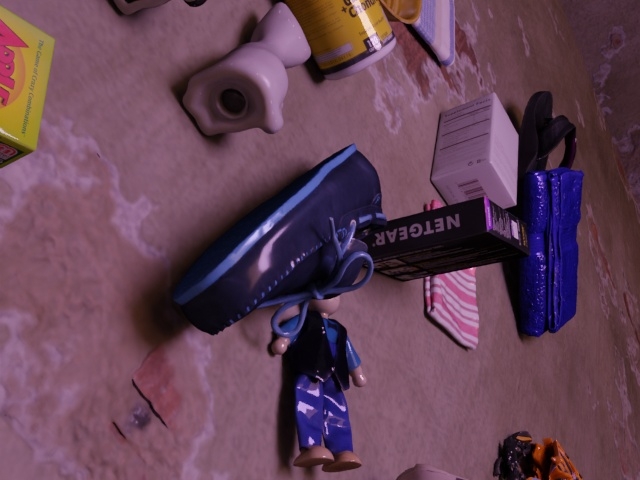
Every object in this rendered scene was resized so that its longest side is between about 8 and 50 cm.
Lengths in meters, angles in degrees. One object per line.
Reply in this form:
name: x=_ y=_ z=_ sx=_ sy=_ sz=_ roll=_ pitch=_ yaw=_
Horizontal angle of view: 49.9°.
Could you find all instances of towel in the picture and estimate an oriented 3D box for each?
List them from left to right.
towel: x=0.158 y=-0.456 z=1.205 sx=0.285 sy=0.034 sz=0.209 roll=31 pitch=53 yaw=-45
towel: x=0.202 y=0.051 z=1.042 sx=0.144 sy=0.029 sz=0.197 roll=37 pitch=47 yaw=-42
towel: x=0.449 y=0.016 z=1.302 sx=0.228 sy=0.076 sz=0.308 roll=-11 pitch=103 yaw=-52

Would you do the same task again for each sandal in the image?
sandal: x=0.471 y=-0.163 z=1.436 sx=0.445 sy=0.107 sz=0.167 roll=-61 pitch=144 yaw=-43

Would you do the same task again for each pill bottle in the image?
pill bottle: x=0.010 y=-0.298 z=0.837 sx=0.184 sy=0.103 sz=0.103 roll=60 pitch=34 yaw=-21

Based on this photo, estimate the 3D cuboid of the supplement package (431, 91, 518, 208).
supplement package: x=0.261 y=-0.140 z=1.148 sx=0.105 sy=0.105 sz=0.179 roll=49 pitch=40 yaw=-32

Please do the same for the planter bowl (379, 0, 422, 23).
planter bowl: x=0.051 y=-0.386 z=0.951 sx=0.217 sy=0.090 sz=0.217 roll=30 pitch=52 yaw=-47

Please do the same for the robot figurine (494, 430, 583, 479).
robot figurine: x=0.333 y=0.412 z=1.005 sx=0.211 sy=0.085 sz=0.291 roll=55 pitch=31 yaw=-9

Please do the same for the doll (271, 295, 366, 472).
doll: x=0.004 y=0.129 z=0.686 sx=0.129 sy=0.046 sz=0.188 roll=25 pitch=49 yaw=-39

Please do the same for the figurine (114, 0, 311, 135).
figurine: x=-0.087 y=-0.230 z=0.680 sx=0.214 sy=0.092 sz=0.209 roll=58 pitch=31 yaw=-25

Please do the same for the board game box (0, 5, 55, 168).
board game box: x=-0.254 y=-0.124 z=0.407 sx=0.181 sy=0.043 sz=0.092 roll=28 pitch=53 yaw=-49

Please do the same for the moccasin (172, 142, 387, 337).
moccasin: x=0.000 y=0.000 z=0.647 sx=0.116 sy=0.138 sz=0.342 roll=57 pitch=35 yaw=-7

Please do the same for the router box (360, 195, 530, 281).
router box: x=0.144 y=0.004 z=0.832 sx=0.133 sy=0.179 sz=0.046 roll=21 pitch=61 yaw=-52

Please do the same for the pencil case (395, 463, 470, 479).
pencil case: x=0.101 y=0.413 z=0.599 sx=0.183 sy=0.160 sz=0.410 roll=45 pitch=40 yaw=-16
